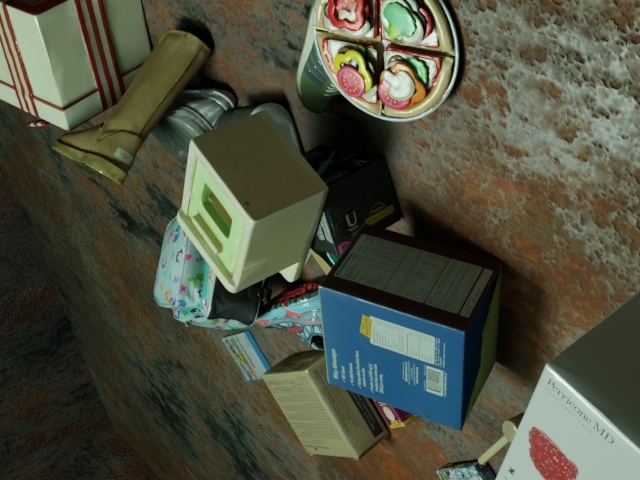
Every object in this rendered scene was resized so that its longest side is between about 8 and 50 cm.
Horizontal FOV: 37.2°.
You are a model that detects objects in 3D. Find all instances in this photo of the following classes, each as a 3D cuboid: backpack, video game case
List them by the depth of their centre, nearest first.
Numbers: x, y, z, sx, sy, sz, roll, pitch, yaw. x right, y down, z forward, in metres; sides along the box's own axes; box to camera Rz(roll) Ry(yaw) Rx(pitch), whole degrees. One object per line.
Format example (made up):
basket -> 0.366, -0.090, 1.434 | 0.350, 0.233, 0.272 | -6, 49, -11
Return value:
backpack -> -0.200, 0.052, 1.754 | 0.253, 0.191, 0.225 | 158, 122, -71
video game case -> -0.166, 0.264, 2.158 | 0.119, 0.015, 0.166 | 59, 154, -3

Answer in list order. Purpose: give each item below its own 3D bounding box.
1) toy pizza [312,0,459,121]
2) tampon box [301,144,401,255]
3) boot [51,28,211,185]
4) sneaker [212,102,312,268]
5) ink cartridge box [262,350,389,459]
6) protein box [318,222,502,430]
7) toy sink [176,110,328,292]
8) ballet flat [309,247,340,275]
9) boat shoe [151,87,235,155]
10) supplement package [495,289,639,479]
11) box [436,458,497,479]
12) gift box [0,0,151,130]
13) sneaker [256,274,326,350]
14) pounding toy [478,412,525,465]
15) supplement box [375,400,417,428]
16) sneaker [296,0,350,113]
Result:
toy pizza -> 0.069, -0.229, 1.115 | 0.201, 0.032, 0.201 | 22, 131, 28
tampon box -> 0.012, -0.060, 1.364 | 0.161, 0.120, 0.102 | 18, 132, 54
boot -> -0.318, -0.230, 1.609 | 0.236, 0.270, 0.089 | 22, 168, 47
sneaker -> -0.090, -0.090, 1.545 | 0.147, 0.104, 0.296 | 24, 133, 52
ink cartridge box -> 0.005, 0.312, 1.823 | 0.193, 0.088, 0.234 | 59, 154, -5
protein box -> 0.121, 0.114, 1.271 | 0.201, 0.136, 0.200 | 17, 137, 23
toy sink -> -0.104, -0.033, 1.310 | 0.153, 0.131, 0.234 | 53, 151, 21
ballet flat -> 0.000, 0.000, 1.491 | 0.232, 0.080, 0.073 | 57, 156, -3
boat shoe -> -0.248, -0.224, 1.697 | 0.118, 0.103, 0.320 | 48, 165, -23
supplement package -> 0.331, 0.224, 1.044 | 0.177, 0.175, 0.293 | 45, 151, 28
box -> 0.252, 0.406, 1.555 | 0.094, 0.027, 0.137 | 58, 155, 3
gift box -> -0.469, -0.369, 1.743 | 0.276, 0.255, 0.258 | 28, 140, 37
sneaker -> -0.033, 0.149, 1.696 | 0.125, 0.104, 0.262 | 59, 155, -5
pounding toy -> 0.307, 0.322, 1.302 | 0.181, 0.094, 0.206 | 22, 127, 58
supplement box -> 0.125, 0.272, 1.615 | 0.083, 0.043, 0.055 | 58, 156, 3
sneaker -> 0.020, -0.222, 1.235 | 0.086, 0.064, 0.192 | 50, 150, 28
